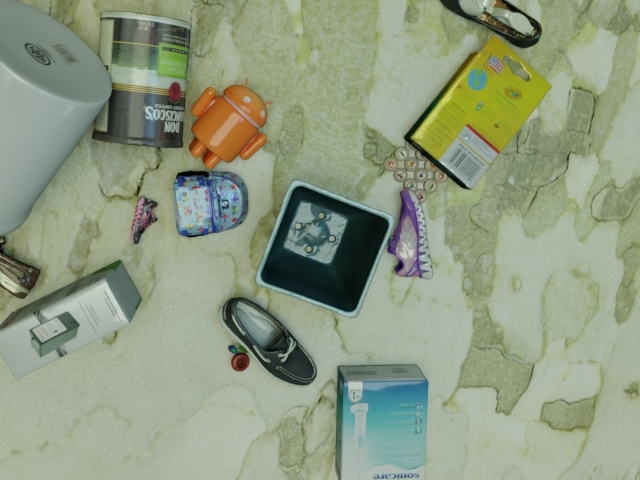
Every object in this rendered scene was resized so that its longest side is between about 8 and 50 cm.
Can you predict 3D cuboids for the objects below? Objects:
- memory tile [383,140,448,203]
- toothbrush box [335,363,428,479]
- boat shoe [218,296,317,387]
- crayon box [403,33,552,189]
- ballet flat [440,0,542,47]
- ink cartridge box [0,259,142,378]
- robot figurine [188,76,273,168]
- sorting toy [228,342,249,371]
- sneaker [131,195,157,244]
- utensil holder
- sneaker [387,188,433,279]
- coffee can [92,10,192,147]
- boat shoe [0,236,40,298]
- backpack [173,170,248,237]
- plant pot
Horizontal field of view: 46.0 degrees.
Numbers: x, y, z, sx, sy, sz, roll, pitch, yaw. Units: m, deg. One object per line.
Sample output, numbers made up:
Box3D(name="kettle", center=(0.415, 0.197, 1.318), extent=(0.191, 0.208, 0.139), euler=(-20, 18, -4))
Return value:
Box3D(name="memory tile", center=(0.238, -0.175, 1.871), extent=(0.113, 0.012, 0.148), euler=(-43, 100, 3))
Box3D(name="toothbrush box", center=(0.152, 0.475, 1.917), extent=(0.216, 0.126, 0.296), euler=(-1, 99, -6))
Box3D(name="boat shoe", center=(-0.119, 0.253, 1.852), extent=(0.302, 0.091, 0.114), euler=(37, 60, -12))
Box3D(name="crayon box", center=(0.380, -0.307, 1.822), extent=(0.202, 0.081, 0.319), euler=(39, 91, -10))
Box3D(name="ballet flat", center=(0.408, -0.550, 1.780), extent=(0.280, 0.096, 0.095), euler=(25, 97, -9))
Box3D(name="ink cartridge box", center=(-0.582, 0.177, 1.754), extent=(0.289, 0.211, 0.122), euler=(-26, 103, 0))
Box3D(name="robot figurine", center=(-0.213, -0.271, 1.752), extent=(0.158, 0.128, 0.219), euler=(44, 94, 14))
Box3D(name="sorting toy", center=(-0.202, 0.277, 1.898), extent=(0.061, 0.042, 0.102), euler=(18, 86, -24))
Box3D(name="sneaker", center=(-0.423, -0.045, 1.817), extent=(0.057, 0.047, 0.120), euler=(13, 100, -19))
Box3D(name="utensil holder", center=(-0.663, -0.252, 1.552), extent=(0.327, 0.328, 0.385), euler=(41, 116, -11))
Box3D(name="sneaker", center=(0.211, -0.008, 1.857), extent=(0.104, 0.095, 0.237), euler=(-9, 106, 6))
Box3D(name="coffee can", center=(-0.398, -0.354, 1.682), extent=(0.201, 0.201, 0.276), euler=(5, 99, -6))
Box3D(name="boat shoe", center=(-0.779, 0.027, 1.777), extent=(0.257, 0.095, 0.095), euler=(39, 80, -16))
Box3D(name="backpack", center=(-0.257, -0.087, 1.787), extent=(0.173, 0.117, 0.158), euler=(-1, 101, -8))
Box3D(name="plant pot", center=(0.000, 0.000, 1.756), extent=(0.247, 0.252, 0.248), euler=(20, 98, -8))
